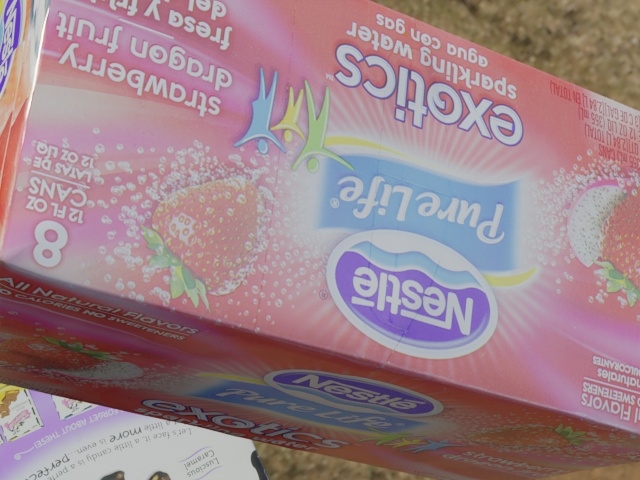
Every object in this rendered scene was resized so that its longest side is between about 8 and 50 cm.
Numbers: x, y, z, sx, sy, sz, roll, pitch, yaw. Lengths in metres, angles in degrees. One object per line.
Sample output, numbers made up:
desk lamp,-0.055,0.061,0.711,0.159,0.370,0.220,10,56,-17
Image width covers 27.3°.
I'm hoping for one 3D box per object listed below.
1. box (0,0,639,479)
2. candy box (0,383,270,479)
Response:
box,0.000,0.000,0.534,0.300,0.154,0.142,17,66,-28
candy box,-0.123,0.140,0.758,0.165,0.070,0.196,-20,72,-20
